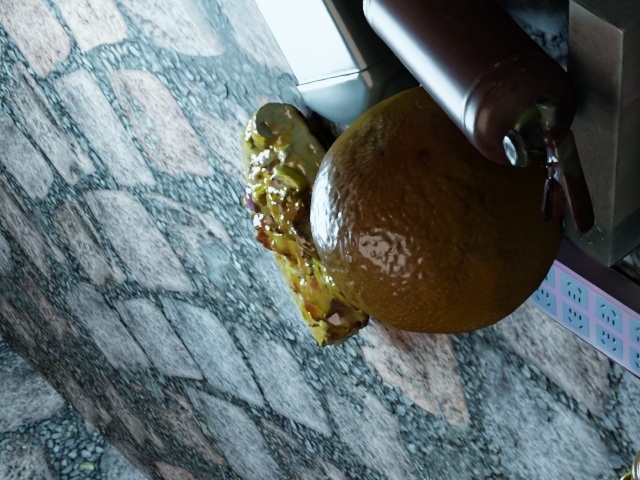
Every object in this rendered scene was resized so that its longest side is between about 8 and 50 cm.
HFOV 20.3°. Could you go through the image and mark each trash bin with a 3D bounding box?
[{"bbox_3d":[0.015,-0.239,1.873,0.236,0.101,0.176,60,158,-13],"label":"trash bin"}]

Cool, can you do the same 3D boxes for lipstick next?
[{"bbox_3d":[0.266,-0.106,1.627,0.066,0.068,0.317,40,155,32],"label":"lipstick"}]

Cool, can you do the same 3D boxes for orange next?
[{"bbox_3d":[0.121,-0.028,1.778,0.264,0.264,0.264,41,155,24],"label":"orange"}]

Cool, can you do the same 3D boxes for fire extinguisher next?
[{"bbox_3d":[0.155,-0.132,1.621,0.337,0.106,0.147,-123,14,-47],"label":"fire extinguisher"}]

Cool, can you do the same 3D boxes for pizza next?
[{"bbox_3d":[0.000,0.000,2.253,0.278,0.114,0.409,40,158,38],"label":"pizza"}]

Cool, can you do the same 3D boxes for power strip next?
[{"bbox_3d":[0.312,0.083,1.862,0.279,0.037,0.109,36,152,33],"label":"power strip"}]

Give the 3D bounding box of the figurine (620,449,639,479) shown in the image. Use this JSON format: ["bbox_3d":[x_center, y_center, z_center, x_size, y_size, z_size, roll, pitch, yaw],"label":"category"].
[{"bbox_3d":[0.413,0.301,1.872,0.189,0.142,0.263,39,169,-38],"label":"figurine"}]
